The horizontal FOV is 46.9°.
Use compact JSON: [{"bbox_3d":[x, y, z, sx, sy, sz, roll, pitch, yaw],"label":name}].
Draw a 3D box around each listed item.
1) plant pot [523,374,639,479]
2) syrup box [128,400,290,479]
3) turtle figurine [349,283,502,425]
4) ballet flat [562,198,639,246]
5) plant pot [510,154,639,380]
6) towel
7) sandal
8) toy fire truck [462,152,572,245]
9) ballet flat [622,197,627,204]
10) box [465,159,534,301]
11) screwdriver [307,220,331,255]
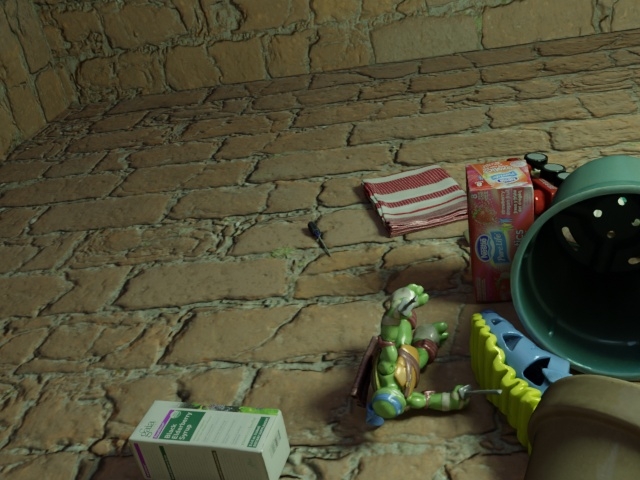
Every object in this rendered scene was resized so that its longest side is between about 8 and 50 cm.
[{"bbox_3d":[0.337,0.328,0.872,0.263,0.263,0.229,14,51,39],"label":"plant pot"},{"bbox_3d":[-0.179,0.331,1.194,0.237,0.096,0.093,0,30,19],"label":"syrup box"},{"bbox_3d":[0.187,0.179,1.241,0.198,0.274,0.266,27,28,-1],"label":"turtle figurine"},{"bbox_3d":[0.655,-0.035,1.545,0.316,0.106,0.107,9,34,34],"label":"ballet flat"},{"bbox_3d":[0.525,0.013,1.305,0.341,0.341,0.334,0,22,20],"label":"plant pot"},{"bbox_3d":[0.251,-0.117,1.927,0.237,0.037,0.329,-13,28,-5],"label":"towel"},{"bbox_3d":[0.342,0.222,1.187,0.138,0.126,0.317,-14,37,-10],"label":"sandal"},{"bbox_3d":[0.443,-0.092,1.720,0.246,0.158,0.217,-7,27,-13],"label":"toy fire truck"},{"bbox_3d":[0.764,-0.094,1.593,0.409,0.147,0.147,16,38,40],"label":"ballet flat"},{"bbox_3d":[0.357,-0.018,1.465,0.123,0.256,0.128,-4,29,10],"label":"box"},{"bbox_3d":[0.000,0.000,1.831,0.024,0.025,0.170,-16,37,-10],"label":"screwdriver"}]
